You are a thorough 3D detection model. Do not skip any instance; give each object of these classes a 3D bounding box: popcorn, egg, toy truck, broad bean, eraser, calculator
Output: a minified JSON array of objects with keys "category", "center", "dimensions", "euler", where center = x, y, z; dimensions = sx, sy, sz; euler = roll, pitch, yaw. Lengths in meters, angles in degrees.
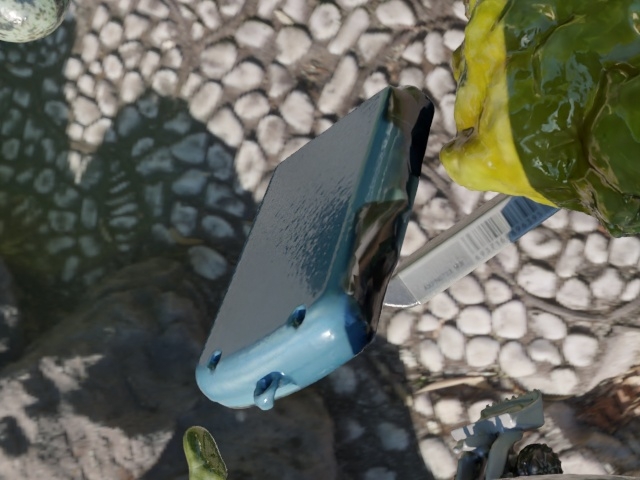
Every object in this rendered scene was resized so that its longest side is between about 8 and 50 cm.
[{"category":"popcorn","center":[0.277,-0.170,0.986],"dimensions":[0.293,0.292,0.334],"euler":[30,76,-7]},{"category":"egg","center":[-0.314,-0.268,1.130],"dimensions":[0.132,0.132,0.172],"euler":[-48,59,15]},{"category":"toy truck","center":[0.190,0.302,1.241],"dimensions":[0.136,0.111,0.286],"euler":[-32,48,50]},{"category":"broad bean","center":[-0.138,0.258,1.326],"dimensions":[0.045,0.063,0.083],"euler":[-27,56,10]},{"category":"eraser","center":[0.216,-0.008,1.520],"dimensions":[0.352,0.089,0.061],"euler":[-36,93,16]},{"category":"calculator","center":[0.000,0.000,0.817],"dimensions":[0.173,0.051,0.293],"euler":[-30,30,41]}]

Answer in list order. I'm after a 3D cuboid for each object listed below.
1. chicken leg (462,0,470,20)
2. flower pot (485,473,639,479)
[{"category":"chicken leg","center":[0.240,-0.297,1.216],"dimensions":[0.196,0.080,0.125],"euler":[-46,68,22]},{"category":"flower pot","center":[0.135,0.271,0.623],"dimensions":[0.293,0.330,0.294],"euler":[-13,69,37]}]
